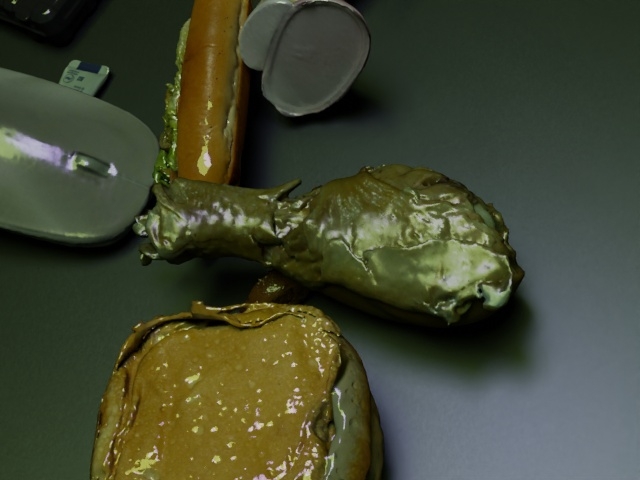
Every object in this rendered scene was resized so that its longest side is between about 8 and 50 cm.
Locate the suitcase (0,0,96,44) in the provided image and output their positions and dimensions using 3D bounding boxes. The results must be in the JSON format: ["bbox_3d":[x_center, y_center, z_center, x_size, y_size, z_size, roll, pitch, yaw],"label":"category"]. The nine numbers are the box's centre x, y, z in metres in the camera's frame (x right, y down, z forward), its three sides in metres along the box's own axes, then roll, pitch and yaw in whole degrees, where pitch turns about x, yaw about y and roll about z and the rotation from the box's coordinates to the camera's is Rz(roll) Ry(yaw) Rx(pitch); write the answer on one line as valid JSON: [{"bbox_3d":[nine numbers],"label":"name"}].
[{"bbox_3d":[-0.408,-0.394,1.796,0.286,0.066,0.206,24,72,27],"label":"suitcase"}]

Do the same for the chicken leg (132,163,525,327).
[{"bbox_3d":[0.000,0.000,1.378,0.430,0.152,0.201,6,56,9],"label":"chicken leg"}]

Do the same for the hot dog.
[{"bbox_3d":[-0.137,-0.157,1.541,0.100,0.135,0.337,7,64,-7],"label":"hot dog"}]

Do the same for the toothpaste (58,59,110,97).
[{"bbox_3d":[-0.335,-0.139,1.650,0.062,0.037,0.216,16,65,16],"label":"toothpaste"}]

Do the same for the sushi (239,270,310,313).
[{"bbox_3d":[-0.045,0.051,1.451,0.099,0.050,0.047,-25,51,-11],"label":"sushi"}]

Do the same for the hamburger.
[{"bbox_3d":[-0.081,0.202,1.310,0.319,0.158,0.318,-8,60,13],"label":"hamburger"}]

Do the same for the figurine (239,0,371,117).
[{"bbox_3d":[0.005,-0.353,1.542,0.207,0.284,0.315,-4,49,13],"label":"figurine"}]

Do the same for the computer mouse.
[{"bbox_3d":[-0.356,-0.107,1.565,0.331,0.095,0.197,16,72,7],"label":"computer mouse"}]
